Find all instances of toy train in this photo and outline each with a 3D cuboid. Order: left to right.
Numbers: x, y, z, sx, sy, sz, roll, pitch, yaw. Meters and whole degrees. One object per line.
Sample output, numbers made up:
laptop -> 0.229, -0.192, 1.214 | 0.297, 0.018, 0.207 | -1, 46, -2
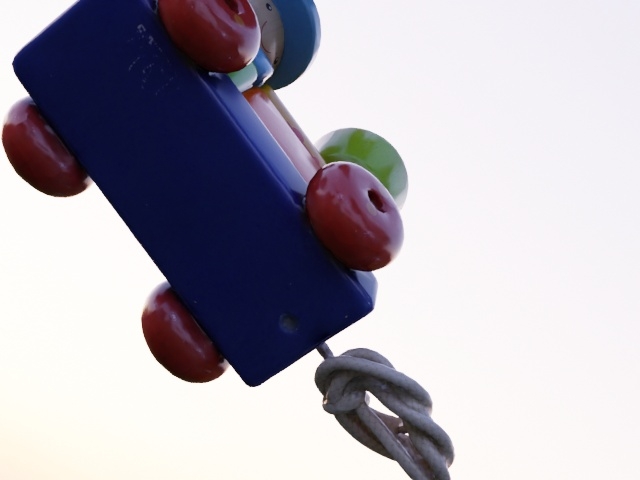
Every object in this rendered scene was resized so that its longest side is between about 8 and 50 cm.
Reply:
toy train -> 0.000, 0.000, 0.622 | 0.105, 0.143, 0.248 | -35, -86, 26
